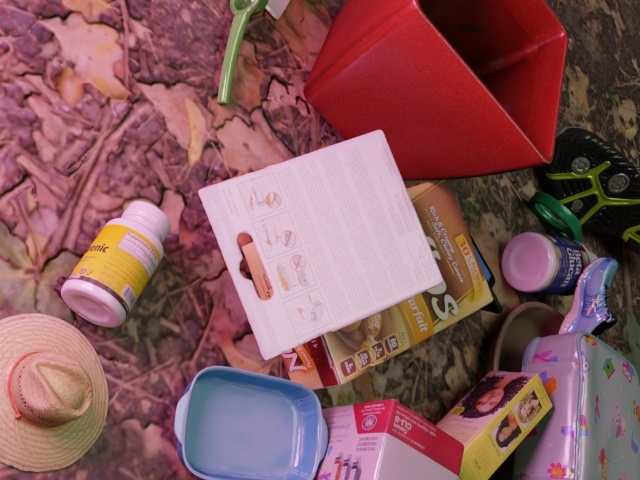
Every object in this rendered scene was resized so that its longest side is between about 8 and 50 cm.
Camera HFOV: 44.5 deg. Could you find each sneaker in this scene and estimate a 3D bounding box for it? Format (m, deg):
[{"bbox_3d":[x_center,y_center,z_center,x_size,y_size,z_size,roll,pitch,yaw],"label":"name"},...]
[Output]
[{"bbox_3d":[0.530,-0.090,1.437,0.384,0.145,0.147,33,26,-28],"label":"sneaker"},{"bbox_3d":[0.431,0.104,1.208,0.063,0.073,0.162,21,88,-44],"label":"sneaker"}]

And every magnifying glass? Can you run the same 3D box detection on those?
[{"bbox_3d":[0.426,-0.008,1.335,0.026,0.092,0.231,-48,127,-4],"label":"magnifying glass"}]

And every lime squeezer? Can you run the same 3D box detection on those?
[{"bbox_3d":[-0.068,-0.299,0.978,0.310,0.058,0.110,-55,145,-36],"label":"lime squeezer"}]

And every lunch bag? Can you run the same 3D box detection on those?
[{"bbox_3d":[0.372,0.286,1.108,0.224,0.108,0.279,31,60,-39],"label":"lunch bag"}]

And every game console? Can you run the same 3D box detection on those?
[{"bbox_3d":[0.230,0.034,1.138,0.071,0.107,0.122,-36,103,-14],"label":"game console"}]

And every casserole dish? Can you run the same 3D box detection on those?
[{"bbox_3d":[-0.075,0.198,0.817,0.188,0.037,0.114,19,64,-35],"label":"casserole dish"}]

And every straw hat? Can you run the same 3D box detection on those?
[{"bbox_3d":[-0.233,0.128,0.679,0.144,0.061,0.145,14,68,-39],"label":"straw hat"}]

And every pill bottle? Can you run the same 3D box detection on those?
[{"bbox_3d":[-0.191,0.020,0.750,0.065,0.065,0.116,44,51,-24],"label":"pill bottle"},{"bbox_3d":[0.375,0.041,1.251,0.169,0.094,0.094,7,72,-42],"label":"pill bottle"}]

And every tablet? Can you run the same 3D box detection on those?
[{"bbox_3d":[-0.074,-0.330,1.010,0.083,0.006,0.054,43,52,-26],"label":"tablet"}]

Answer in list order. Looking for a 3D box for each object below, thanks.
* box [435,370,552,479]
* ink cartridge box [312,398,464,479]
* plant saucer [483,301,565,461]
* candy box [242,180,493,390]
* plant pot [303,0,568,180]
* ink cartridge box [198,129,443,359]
[{"bbox_3d":[0.191,0.254,0.994,0.232,0.087,0.058,-36,105,-33],"label":"box"},{"bbox_3d":[0.057,0.285,0.853,0.127,0.128,0.176,37,54,-28],"label":"ink cartridge box"},{"bbox_3d":[0.334,0.232,1.192,0.278,0.041,0.278,16,66,-40],"label":"plant saucer"},{"bbox_3d":[0.071,0.044,0.970,0.316,0.087,0.183,-19,89,-44],"label":"candy box"},{"bbox_3d":[0.135,-0.230,1.006,0.267,0.235,0.267,42,47,-27],"label":"plant pot"},{"bbox_3d":[0.000,0.000,0.842,0.232,0.066,0.189,-21,89,-22],"label":"ink cartridge box"}]
